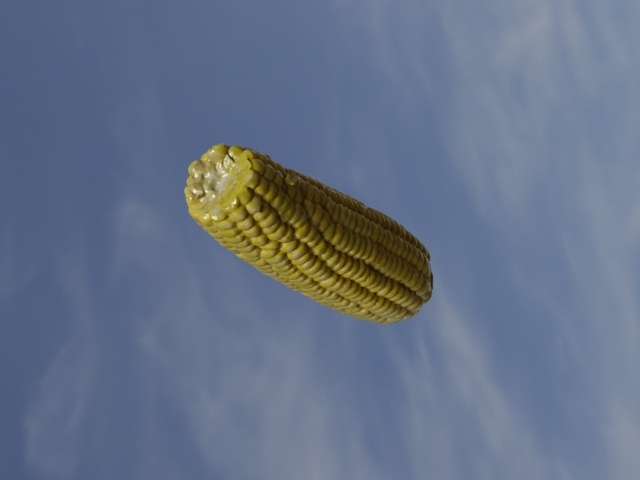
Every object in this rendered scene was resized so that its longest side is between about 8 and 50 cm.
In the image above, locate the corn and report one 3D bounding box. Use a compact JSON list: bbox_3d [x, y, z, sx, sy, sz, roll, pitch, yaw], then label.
[{"bbox_3d":[0.000,0.000,0.924,0.206,0.067,0.067,30,-129,-49],"label":"corn"}]
